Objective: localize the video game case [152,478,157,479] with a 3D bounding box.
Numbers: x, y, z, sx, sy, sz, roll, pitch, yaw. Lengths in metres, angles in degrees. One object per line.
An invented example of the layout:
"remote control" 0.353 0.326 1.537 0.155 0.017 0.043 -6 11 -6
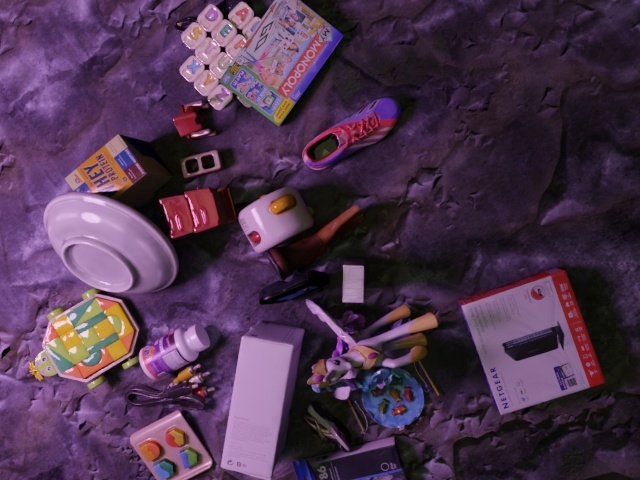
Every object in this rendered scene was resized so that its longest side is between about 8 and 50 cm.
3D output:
"video game case" -0.563 0.916 1.776 0.196 0.026 0.274 -20 91 7

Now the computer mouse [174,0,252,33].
"computer mouse" -0.317 -0.661 1.637 0.242 0.041 0.071 -18 93 7

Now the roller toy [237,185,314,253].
"roller toy" -0.130 -0.063 1.578 0.191 0.209 0.146 -29 90 15

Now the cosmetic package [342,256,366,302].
"cosmetic package" 0.096 0.104 1.544 0.060 0.239 0.099 3 94 5

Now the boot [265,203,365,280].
"boot" 0.000 0.000 1.537 0.280 0.264 0.096 -34 75 9

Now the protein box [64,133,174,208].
"protein box" -0.574 -0.182 1.615 0.201 0.200 0.136 -37 89 8

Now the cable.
"cable" -0.463 0.474 1.735 0.287 0.072 0.140 -18 109 19

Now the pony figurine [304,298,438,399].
"pony figurine" 0.106 0.289 1.535 0.363 0.351 0.303 -19 95 -12

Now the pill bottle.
"pill bottle" -0.436 0.330 1.681 0.193 0.108 0.108 -29 90 7

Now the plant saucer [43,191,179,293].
"plant saucer" -0.601 0.042 1.564 0.400 0.101 0.401 10 138 9

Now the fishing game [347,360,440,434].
"fishing game" 0.214 0.470 1.657 0.264 0.041 0.189 -26 88 7

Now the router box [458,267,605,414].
"router box" 0.592 0.285 1.583 0.301 0.082 0.336 -21 92 7

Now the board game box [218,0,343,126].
"board game box" -0.112 -0.519 1.599 0.213 0.046 0.317 35 96 -10

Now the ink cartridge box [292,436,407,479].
"ink cartridge box" 0.087 0.713 1.675 0.332 0.065 0.166 -17 92 8

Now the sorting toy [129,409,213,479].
"sorting toy" -0.464 0.655 1.731 0.193 0.038 0.208 -29 97 7

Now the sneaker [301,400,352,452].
"sneaker" 0.016 0.568 1.678 0.178 0.072 0.077 46 109 9

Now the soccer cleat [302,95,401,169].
"soccer cleat" 0.091 -0.302 1.579 0.318 0.116 0.109 -30 90 7

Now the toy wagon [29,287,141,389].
"toy wagon" -0.728 0.319 1.703 0.344 0.068 0.267 -31 89 -9

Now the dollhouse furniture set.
"dollhouse furniture set" -0.371 -0.207 1.592 0.152 0.201 0.374 -13 93 7

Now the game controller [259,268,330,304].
"game controller" -0.066 0.132 1.524 0.166 0.319 0.067 -32 81 4

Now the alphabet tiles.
"alphabet tiles" -0.262 -0.533 1.624 0.278 0.021 0.284 -43 99 7

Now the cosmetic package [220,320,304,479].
"cosmetic package" -0.161 0.444 1.609 0.156 0.217 0.385 12 97 6
